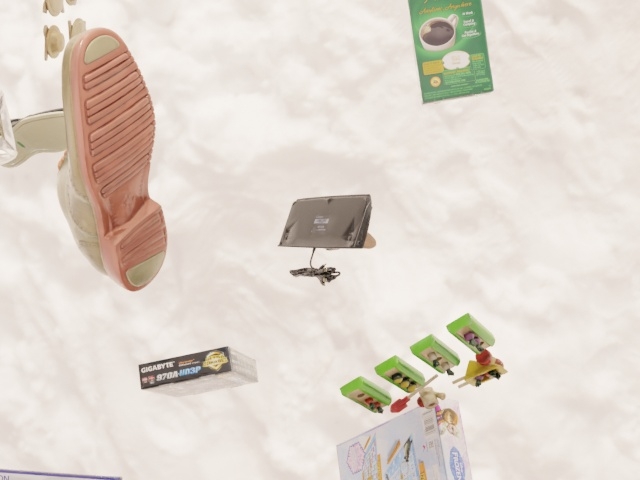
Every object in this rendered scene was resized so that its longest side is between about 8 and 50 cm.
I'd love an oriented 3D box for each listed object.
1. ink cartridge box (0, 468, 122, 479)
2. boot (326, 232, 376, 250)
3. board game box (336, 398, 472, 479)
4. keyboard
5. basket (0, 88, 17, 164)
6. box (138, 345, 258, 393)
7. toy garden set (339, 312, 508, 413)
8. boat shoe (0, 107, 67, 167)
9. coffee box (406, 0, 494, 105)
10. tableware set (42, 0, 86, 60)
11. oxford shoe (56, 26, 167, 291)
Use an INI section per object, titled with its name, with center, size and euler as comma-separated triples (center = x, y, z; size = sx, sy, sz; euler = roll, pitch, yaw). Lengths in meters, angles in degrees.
[ink cartridge box]
center = -0.412, 0.453, 1.333
size = 0.223, 0.045, 0.224
euler = 6, 91, -3
[boot]
center = 0.058, 0.004, 1.981
size = 0.087, 0.118, 0.042
euler = -19, 65, 34
[board game box]
center = 0.158, 0.493, 1.641
size = 0.318, 0.065, 0.319
euler = -37, 50, 46
[keyboard]
center = 0.000, 0.000, 1.893
size = 0.033, 0.202, 0.317
euler = 24, 168, -29
[basket]
center = -0.541, -0.158, 1.315
size = 0.103, 0.167, 0.113
euler = -7, 103, 7
[box]
center = -0.228, 0.255, 1.692
size = 0.175, 0.220, 0.051
euler = -12, 74, 7
[toy garden set]
center = 0.186, 0.231, 1.461
size = 0.244, 0.204, 0.049
euler = -33, 53, 15
[boat shoe]
center = -0.487, -0.195, 1.535
size = 0.233, 0.079, 0.084
euler = -12, 134, 34
[coffee box]
center = 0.195, -0.306, 1.347
size = 0.113, 0.040, 0.184
euler = -10, 91, 4
[tableware set]
center = -0.431, -0.377, 1.491
size = 0.020, 0.169, 0.141
euler = 7, 110, 7
[oxford shoe]
center = -0.317, -0.107, 1.224
size = 0.146, 0.140, 0.397
euler = 21, 128, 26
